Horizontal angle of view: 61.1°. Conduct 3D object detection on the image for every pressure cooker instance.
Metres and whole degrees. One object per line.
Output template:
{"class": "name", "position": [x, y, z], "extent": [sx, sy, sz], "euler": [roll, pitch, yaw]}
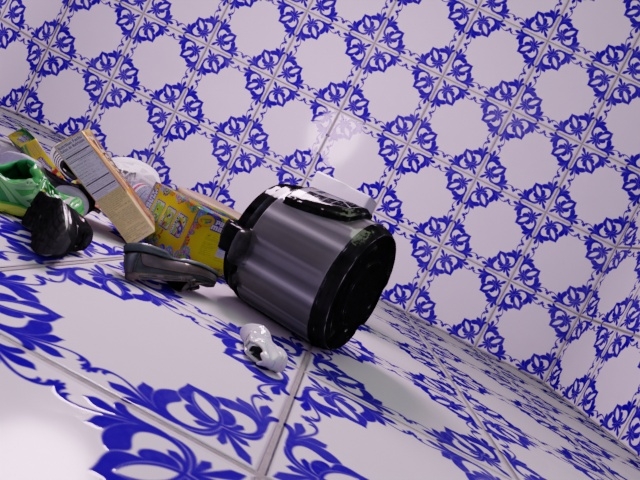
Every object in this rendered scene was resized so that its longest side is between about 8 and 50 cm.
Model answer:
{"class": "pressure cooker", "position": [-0.057, 0.049, 1.461], "extent": [0.421, 0.375, 0.369], "euler": [27, -32, 26]}

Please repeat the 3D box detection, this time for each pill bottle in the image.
{"class": "pill bottle", "position": [-0.661, -0.146, 2.135], "extent": [0.180, 0.107, 0.108], "euler": [28, 2, 25]}

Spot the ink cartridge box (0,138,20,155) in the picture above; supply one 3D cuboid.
{"class": "ink cartridge box", "position": [-0.901, -0.233, 1.529], "extent": [0.052, 0.088, 0.123], "euler": [21, 5, -45]}

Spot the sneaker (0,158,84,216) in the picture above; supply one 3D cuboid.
{"class": "sneaker", "position": [-0.649, -0.113, 1.229], "extent": [0.110, 0.123, 0.296], "euler": [29, 3, 25]}

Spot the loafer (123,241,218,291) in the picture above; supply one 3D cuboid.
{"class": "loafer", "position": [-0.342, 0.080, 1.240], "extent": [0.096, 0.084, 0.268], "euler": [-8, -22, 31]}

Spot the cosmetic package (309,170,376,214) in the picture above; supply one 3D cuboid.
{"class": "cosmetic package", "position": [0.000, 0.000, 2.029], "extent": [0.230, 0.452, 0.161], "euler": [28, 2, 16]}

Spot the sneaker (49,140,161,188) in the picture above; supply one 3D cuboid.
{"class": "sneaker", "position": [-0.836, -0.242, 2.175], "extent": [0.448, 0.169, 0.257], "euler": [15, 17, -37]}

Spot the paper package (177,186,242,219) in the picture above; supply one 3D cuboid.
{"class": "paper package", "position": [-0.425, -0.063, 2.249], "extent": [0.325, 0.168, 0.309], "euler": [29, 2, 21]}

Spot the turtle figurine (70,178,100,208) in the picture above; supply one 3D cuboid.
{"class": "turtle figurine", "position": [-0.739, -0.162, 1.815], "extent": [0.270, 0.087, 0.217], "euler": [28, 2, 25]}

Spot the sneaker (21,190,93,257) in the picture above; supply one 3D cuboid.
{"class": "sneaker", "position": [-0.513, -0.024, 1.110], "extent": [0.124, 0.107, 0.283], "euler": [33, -2, -37]}

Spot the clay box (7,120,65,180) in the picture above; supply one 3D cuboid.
{"class": "clay box", "position": [-0.824, -0.235, 1.582], "extent": [0.128, 0.053, 0.222], "euler": [28, -29, 41]}

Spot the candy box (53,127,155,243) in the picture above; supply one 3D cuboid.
{"class": "candy box", "position": [-0.580, -0.149, 1.486], "extent": [0.316, 0.088, 0.183], "euler": [58, -8, -21]}

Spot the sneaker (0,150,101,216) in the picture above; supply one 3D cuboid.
{"class": "sneaker", "position": [-0.717, -0.139, 1.451], "extent": [0.269, 0.101, 0.153], "euler": [33, 2, 1]}

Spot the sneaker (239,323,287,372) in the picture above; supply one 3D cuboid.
{"class": "sneaker", "position": [-0.123, 0.201, 1.056], "extent": [0.061, 0.053, 0.152], "euler": [22, 5, -39]}

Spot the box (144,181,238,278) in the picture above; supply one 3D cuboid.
{"class": "box", "position": [-0.376, -0.021, 1.706], "extent": [0.279, 0.176, 0.290], "euler": [27, 2, 41]}
